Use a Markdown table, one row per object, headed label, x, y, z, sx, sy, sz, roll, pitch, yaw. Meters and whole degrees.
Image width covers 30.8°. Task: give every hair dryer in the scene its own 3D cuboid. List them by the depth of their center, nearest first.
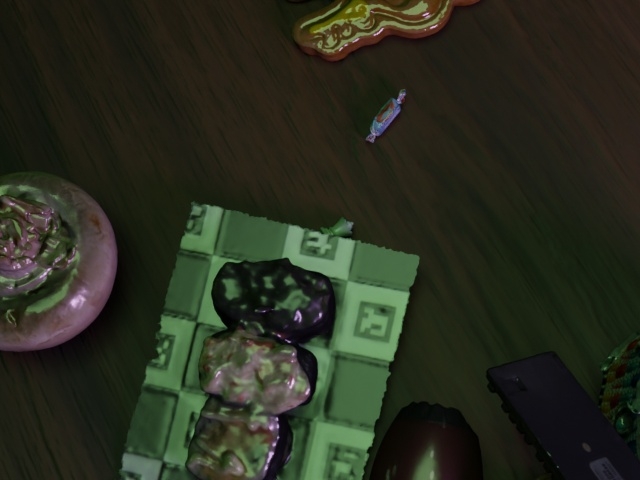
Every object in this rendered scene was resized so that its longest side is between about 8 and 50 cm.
| label | x | y | z | sx | sy | sz | roll | pitch | yaw |
| --- | --- | --- | --- | --- | --- | --- | --- | --- | --- |
| hair dryer | 0.216 | 0.341 | 1.255 | 0.340 | 0.123 | 0.313 | 5 | 81 | -1 |

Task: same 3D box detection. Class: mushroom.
| label | x | y | z | sx | sy | sz | roll | pitch | yaw |
| --- | --- | --- | --- | --- | --- | --- | --- | --- | --- |
| mushroom | -0.359 | 0.024 | 1.402 | 0.226 | 0.178 | 0.227 | 0 | 77 | 2 |

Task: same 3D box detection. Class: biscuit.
| label | x | y | z | sx | sy | sz | roll | pitch | yaw |
| --- | --- | --- | --- | --- | --- | --- | --- | --- | --- |
| biscuit | 0.093 | -0.346 | 1.547 | 0.295 | 0.044 | 0.186 | -19 | 70 | 2 |

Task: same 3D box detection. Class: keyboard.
| label | x | y | z | sx | sy | sz | roll | pitch | yaw |
| --- | --- | --- | --- | --- | --- | --- | --- | --- | --- |
| keyboard | 0.275 | 0.241 | 1.124 | 0.106 | 0.027 | 0.317 | -12 | 51 | -29 |

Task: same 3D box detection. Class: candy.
| label | x | y | z | sx | sy | sz | roll | pitch | yaw |
| --- | --- | --- | --- | --- | --- | --- | --- | --- | --- |
| candy | 0.084 | -0.159 | 1.487 | 0.020 | 0.030 | 0.083 | 36 | 85 | 17 |

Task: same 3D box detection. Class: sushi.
| label | x | y | z | sx | sy | sz | roll | pitch | yaw |
| --- | --- | --- | --- | --- | --- | --- | --- | --- | --- |
| sushi | -0.076 | 0.148 | 1.329 | 0.296 | 0.100 | 0.373 | 13 | 80 | 13 |

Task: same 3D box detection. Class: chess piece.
| label | x | y | z | sx | sy | sz | roll | pitch | yaw |
| --- | --- | --- | --- | --- | --- | --- | --- | --- | --- |
| chess piece | 0.000 | 0.000 | 1.432 | 0.093 | 0.042 | 0.042 | -30 | 68 | -8 |

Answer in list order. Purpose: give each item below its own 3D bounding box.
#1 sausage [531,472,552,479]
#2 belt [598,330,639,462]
| label | x | y | z | sx | sy | sz | roll | pitch | yaw |
| --- | --- | --- | --- | --- | --- | --- | --- | --- | --- |
| sausage | 0.356 | 0.435 | 1.103 | 0.136 | 0.123 | 0.501 | -31 | 71 | -11 |
| belt | 0.404 | 0.192 | 1.225 | 0.207 | 0.150 | 0.258 | 15 | 73 | -9 |
